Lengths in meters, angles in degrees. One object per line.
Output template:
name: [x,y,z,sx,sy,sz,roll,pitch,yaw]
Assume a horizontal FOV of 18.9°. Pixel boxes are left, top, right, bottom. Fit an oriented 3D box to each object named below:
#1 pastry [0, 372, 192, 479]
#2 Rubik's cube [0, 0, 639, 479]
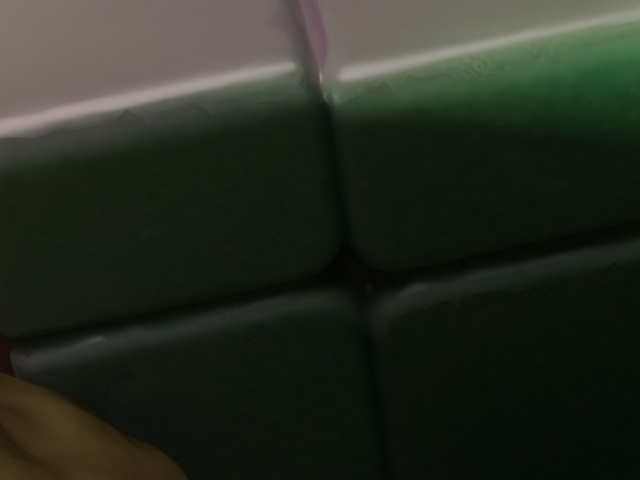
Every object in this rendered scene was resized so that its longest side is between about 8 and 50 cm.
pastry: [-0.156,0.212,0.454,0.389,0.388,0.312,-12,16,2]
Rubik's cube: [0.041,-0.054,0.703,0.316,0.321,0.318,-14,46,-2]
